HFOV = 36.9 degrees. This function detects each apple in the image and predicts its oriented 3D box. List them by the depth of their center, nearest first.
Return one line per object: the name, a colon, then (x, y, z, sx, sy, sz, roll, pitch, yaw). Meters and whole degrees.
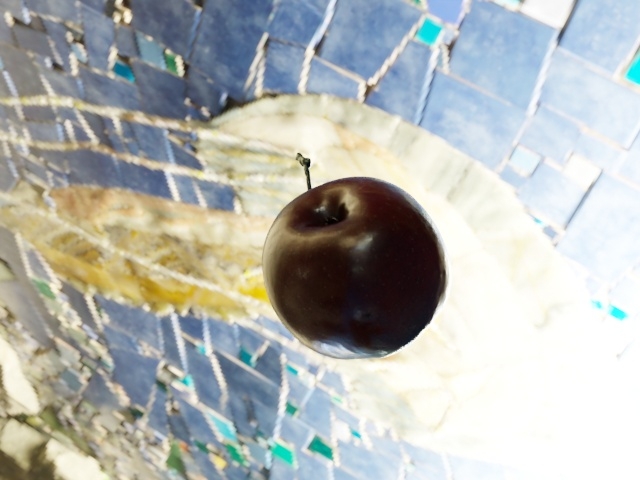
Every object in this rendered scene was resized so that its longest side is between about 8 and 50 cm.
apple: (0.042, 0.033, 1.142, 0.218, 0.218, 0.201, -50, 123, -37)

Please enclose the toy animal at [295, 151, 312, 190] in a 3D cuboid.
toy animal: (0.000, 0.000, 1.415, 0.070, 0.079, 0.253, -35, 121, -37)
